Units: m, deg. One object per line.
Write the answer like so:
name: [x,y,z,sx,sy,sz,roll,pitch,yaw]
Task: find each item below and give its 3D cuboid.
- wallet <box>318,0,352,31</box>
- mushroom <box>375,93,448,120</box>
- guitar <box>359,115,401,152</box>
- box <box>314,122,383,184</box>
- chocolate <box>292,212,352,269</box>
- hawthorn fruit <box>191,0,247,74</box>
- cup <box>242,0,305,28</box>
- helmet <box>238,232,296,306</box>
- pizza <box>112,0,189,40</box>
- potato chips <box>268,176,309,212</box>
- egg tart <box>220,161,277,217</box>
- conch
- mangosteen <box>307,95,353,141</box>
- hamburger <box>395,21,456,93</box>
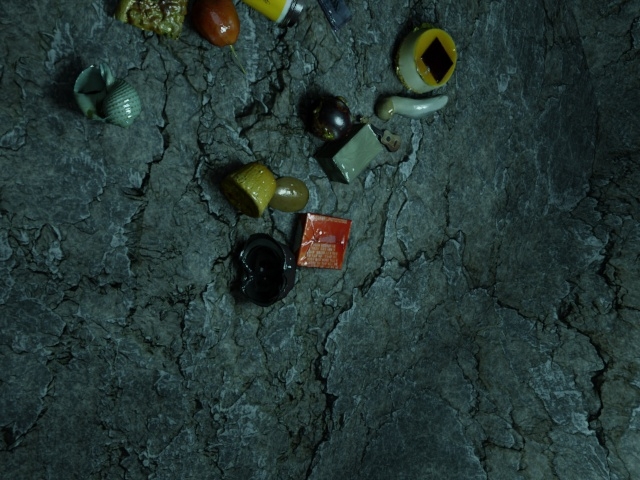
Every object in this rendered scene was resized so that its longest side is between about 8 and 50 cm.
wallet: [0.054,-0.949,1.676,0.111,0.030,0.166,-48,123,-18]
mushroom: [0.408,-0.620,1.898,0.328,0.159,0.122,-12,73,-25]
guitar: [0.269,-0.494,1.907,0.271,0.038,0.084,24,88,-36]
box: [0.121,-0.378,1.781,0.231,0.149,0.155,-46,121,-15]
chocolate: [0.000,0.000,1.825,0.237,0.108,0.235,7,98,-31]
hawthorn fruit: [-0.331,-0.699,1.440,0.165,0.165,0.286,-39,131,-18]
cup: [-0.190,-0.888,1.458,0.279,0.196,0.197,16,93,-26]
helmet: [-0.193,0.110,1.677,0.177,0.224,0.306,-8,112,-60]
pizza: [-0.513,-0.738,1.336,0.292,0.058,0.197,-25,133,-8]
potato chips: [-0.127,-0.190,1.737,0.201,0.049,0.150,11,101,-39]
egg tart: [-0.260,-0.198,1.580,0.147,0.202,0.203,-49,122,-27]
conch: [-0.658,-0.445,1.307,0.172,0.131,0.200,-19,83,1]
mangosteen: [0.049,-0.514,1.696,0.192,0.192,0.217,43,58,-31]
hamburger: [0.471,-0.815,1.875,0.276,0.179,0.294,37,85,-29]
